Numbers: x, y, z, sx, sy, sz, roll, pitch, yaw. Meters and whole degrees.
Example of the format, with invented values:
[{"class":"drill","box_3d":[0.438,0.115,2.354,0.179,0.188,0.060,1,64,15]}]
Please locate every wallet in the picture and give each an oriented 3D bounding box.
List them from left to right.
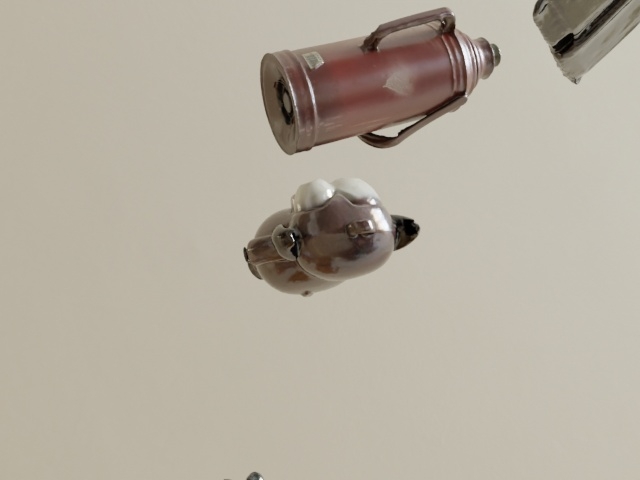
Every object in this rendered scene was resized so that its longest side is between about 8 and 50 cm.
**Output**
[{"class":"wallet","box_3d":[0.392,-0.331,1.031,0.247,0.323,0.041,-43,-114,19]}]

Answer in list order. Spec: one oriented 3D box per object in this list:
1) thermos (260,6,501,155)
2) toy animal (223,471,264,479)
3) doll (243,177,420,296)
[{"class":"thermos","box_3d":[0.067,-0.156,0.743,0.232,0.124,0.099,-17,-126,-16]},{"class":"toy animal","box_3d":[-0.032,0.328,0.798,0.233,0.084,0.148,50,-55,19]},{"class":"doll","box_3d":[0.000,0.002,0.965,0.182,0.257,0.117,-7,-103,-24]}]
